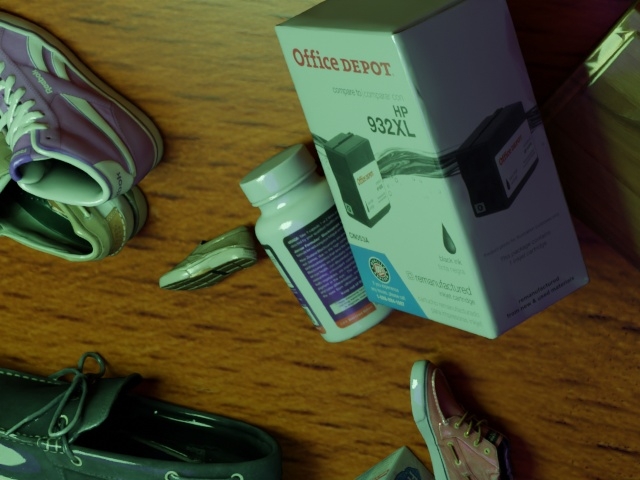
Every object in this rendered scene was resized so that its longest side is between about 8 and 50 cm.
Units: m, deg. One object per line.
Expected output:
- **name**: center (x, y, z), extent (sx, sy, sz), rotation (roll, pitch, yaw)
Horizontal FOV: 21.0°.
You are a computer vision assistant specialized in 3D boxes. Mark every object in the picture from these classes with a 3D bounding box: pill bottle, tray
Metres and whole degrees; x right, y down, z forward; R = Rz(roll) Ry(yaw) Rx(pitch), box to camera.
- **pill bottle**: center (0.000, 0.000, 1.795), extent (0.108, 0.108, 0.193), rotation (-25, 104, 32)
- **tray**: center (0.393, -0.026, 1.631), extent (0.411, 0.076, 0.203), rotation (41, 124, 0)

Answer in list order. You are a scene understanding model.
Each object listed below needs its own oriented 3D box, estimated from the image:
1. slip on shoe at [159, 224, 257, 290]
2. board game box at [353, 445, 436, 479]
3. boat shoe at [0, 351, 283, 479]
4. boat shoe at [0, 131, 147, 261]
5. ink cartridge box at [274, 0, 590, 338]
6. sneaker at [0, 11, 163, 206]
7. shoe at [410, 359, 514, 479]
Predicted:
- **slip on shoe**: center (-0.125, 0.021, 1.905), extent (0.135, 0.051, 0.041), rotation (-24, 65, 40)
- **board game box**: center (-0.041, 0.403, 1.902), extent (0.066, 0.318, 0.319), rotation (47, 125, -6)
- **boat shoe**: center (-0.268, 0.218, 1.993), extent (0.500, 0.187, 0.156), rotation (20, 117, 8)
- **boat shoe**: center (-0.346, -0.068, 1.914), extent (0.302, 0.103, 0.113), rotation (21, 122, 12)
- **ink cartridge box**: center (0.104, -0.085, 1.635), extent (0.223, 0.129, 0.307), rotation (16, 130, 59)
- **sneaker**: center (-0.314, -0.139, 1.830), extent (0.282, 0.161, 0.102), rotation (32, 126, 7)
- **shoe**: center (0.155, 0.203, 1.866), extent (0.081, 0.063, 0.178), rotation (-4, 119, 24)
